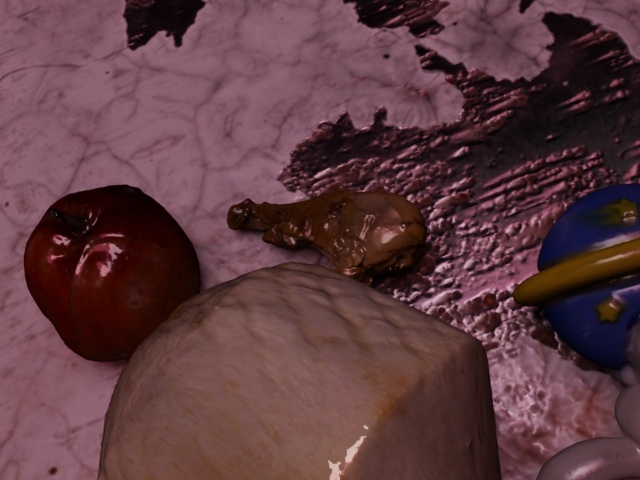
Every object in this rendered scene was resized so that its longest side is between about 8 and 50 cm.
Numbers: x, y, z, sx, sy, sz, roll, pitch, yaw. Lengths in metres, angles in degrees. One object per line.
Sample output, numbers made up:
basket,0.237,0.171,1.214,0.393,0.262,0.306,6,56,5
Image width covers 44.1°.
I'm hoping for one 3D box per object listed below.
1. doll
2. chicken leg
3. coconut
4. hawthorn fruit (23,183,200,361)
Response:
doll,0.305,0.062,0.620,0.310,0.160,0.243,-10,66,4
chicken leg,0.001,-0.003,0.760,0.207,0.085,0.101,7,84,24
coconut,0.001,0.181,0.578,0.328,0.329,0.329,-4,68,11
hawthorn fruit,-0.197,0.020,0.728,0.156,0.194,0.157,-6,56,10
